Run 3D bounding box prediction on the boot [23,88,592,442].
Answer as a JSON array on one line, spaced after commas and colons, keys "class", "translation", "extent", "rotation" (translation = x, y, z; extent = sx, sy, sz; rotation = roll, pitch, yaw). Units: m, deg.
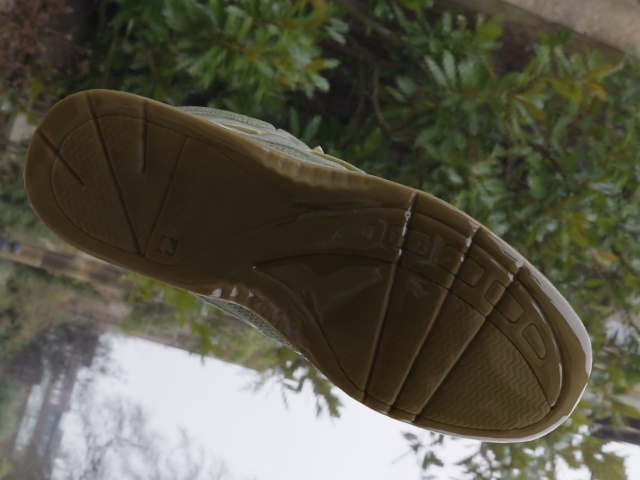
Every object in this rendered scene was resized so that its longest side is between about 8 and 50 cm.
[{"class": "boot", "translation": [0.000, 0.000, 0.422], "extent": [0.165, 0.213, 0.077], "rotation": [-80, -165, -83]}]
